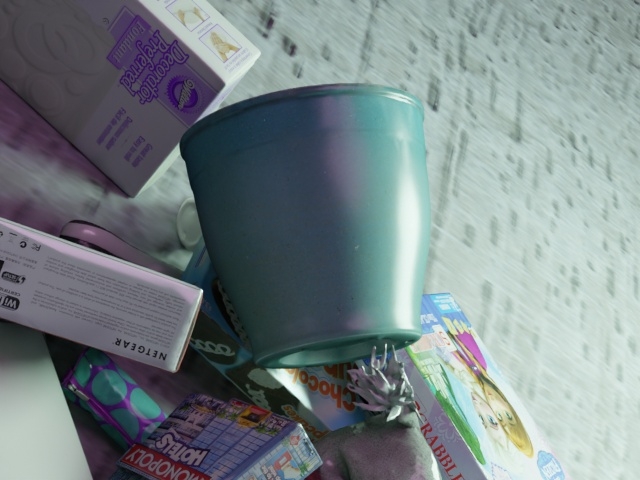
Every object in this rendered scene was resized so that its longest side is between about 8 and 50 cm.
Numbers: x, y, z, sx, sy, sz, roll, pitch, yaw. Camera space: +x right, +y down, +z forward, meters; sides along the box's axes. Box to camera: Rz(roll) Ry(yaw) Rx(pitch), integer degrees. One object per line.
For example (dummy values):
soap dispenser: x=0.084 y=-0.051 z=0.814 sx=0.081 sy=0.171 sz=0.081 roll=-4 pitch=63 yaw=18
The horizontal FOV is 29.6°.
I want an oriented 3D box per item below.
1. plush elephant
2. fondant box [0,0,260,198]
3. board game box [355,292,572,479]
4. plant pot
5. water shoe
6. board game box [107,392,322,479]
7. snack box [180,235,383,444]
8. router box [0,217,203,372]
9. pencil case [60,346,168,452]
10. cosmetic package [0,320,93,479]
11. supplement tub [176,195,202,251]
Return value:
plush elephant: x=0.003 y=0.296 z=1.257 sx=0.272 sy=0.256 sz=0.329 roll=-130 pitch=-159 yaw=-67
fondant box: x=-0.270 y=-0.245 z=1.457 sx=0.330 sy=0.238 sz=0.096 roll=42 pitch=40 yaw=-4
board game box: x=0.177 y=0.214 z=1.505 sx=0.318 sy=0.066 sz=0.319 roll=58 pitch=19 yaw=13
plant pot: x=0.000 y=0.000 z=1.308 sx=0.272 sy=0.272 sz=0.255 roll=1 pitch=73 yaw=-40
water shoe: x=-0.222 y=0.051 z=1.401 sx=0.203 sy=0.073 sz=0.080 roll=31 pitch=75 yaw=-26
board game box: x=-0.133 y=0.236 z=1.157 sx=0.194 sy=0.194 sz=0.060 roll=-45 pitch=126 yaw=-28
snack box: x=-0.031 y=0.122 z=1.446 sx=0.322 sy=0.060 sz=0.187 roll=45 pitch=39 yaw=-22
router box: x=-0.315 y=0.021 z=1.152 sx=0.336 sy=0.301 sz=0.082 roll=21 pitch=84 yaw=-22
pencil case: x=-0.211 y=0.184 z=1.288 sx=0.152 sy=0.064 sz=0.070 roll=45 pitch=27 yaw=-1
cosmetic package: x=-0.297 y=0.255 z=1.047 sx=0.197 sy=0.155 sz=0.365 roll=20 pitch=41 yaw=-59
supplement tub: x=-0.120 y=-0.020 z=1.530 sx=0.107 sy=0.071 sz=0.071 roll=0 pitch=58 yaw=-41
